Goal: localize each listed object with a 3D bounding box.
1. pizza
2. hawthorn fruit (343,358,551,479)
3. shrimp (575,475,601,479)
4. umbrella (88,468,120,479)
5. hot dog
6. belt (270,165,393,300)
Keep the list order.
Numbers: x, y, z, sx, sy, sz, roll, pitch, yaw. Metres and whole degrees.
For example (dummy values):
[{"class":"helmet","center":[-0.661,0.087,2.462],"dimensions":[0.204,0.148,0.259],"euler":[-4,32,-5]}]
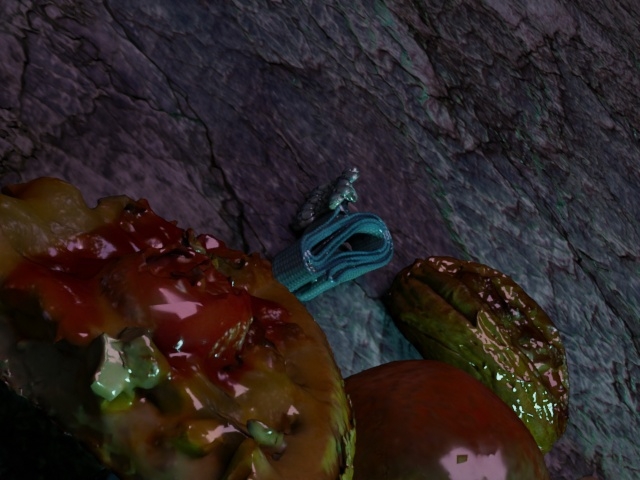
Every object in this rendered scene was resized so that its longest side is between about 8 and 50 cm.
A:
[{"class":"pizza","center":[-0.154,0.036,1.248],"dimensions":[0.406,0.130,0.440],"euler":[28,15,-18]},{"class":"hawthorn fruit","center":[0.064,0.185,1.406],"dimensions":[0.210,0.210,0.262],"euler":[35,13,-28]},{"class":"shrimp","center":[0.289,0.318,1.736],"dimensions":[0.152,0.046,0.219],"euler":[39,28,-15]},{"class":"umbrella","center":[-0.084,0.241,1.240],"dimensions":[0.224,0.080,0.071],"euler":[50,-8,-7]},{"class":"hot dog","center":[0.163,0.107,1.757],"dimensions":[0.227,0.099,0.160],"euler":[51,27,-5]},{"class":"belt","center":[0.004,-0.002,1.688],"dimensions":[0.100,0.065,0.179],"euler":[61,26,0]}]
